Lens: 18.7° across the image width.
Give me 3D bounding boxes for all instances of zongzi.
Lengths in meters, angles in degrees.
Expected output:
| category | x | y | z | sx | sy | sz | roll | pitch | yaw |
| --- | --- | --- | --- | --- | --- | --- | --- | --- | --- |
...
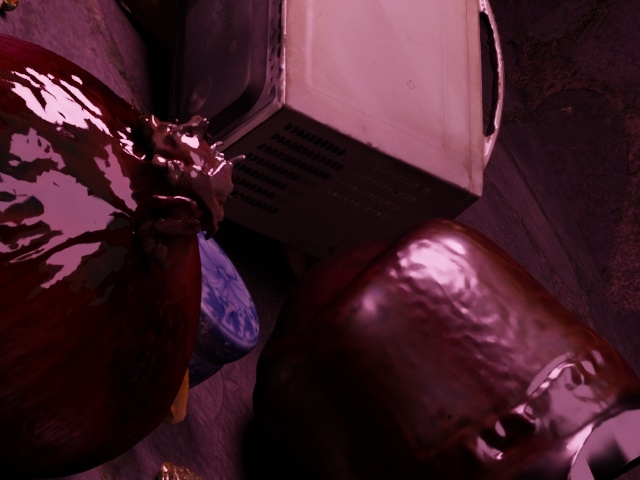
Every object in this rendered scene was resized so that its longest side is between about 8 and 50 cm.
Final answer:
| category | x | y | z | sx | sy | sz | roll | pitch | yaw |
| --- | --- | --- | --- | --- | --- | --- | --- | --- | --- |
| zongzi | -0.171 | -0.247 | 2.290 | 0.205 | 0.094 | 0.204 | 40 | 30 | -34 |

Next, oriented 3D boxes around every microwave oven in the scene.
| category | x | y | z | sx | sy | sz | roll | pitch | yaw |
| --- | --- | --- | --- | --- | --- | --- | --- | --- | --- |
| microwave oven | 0.005 | -0.202 | 2.185 | 0.333 | 0.247 | 0.394 | 22 | 52 | -30 |

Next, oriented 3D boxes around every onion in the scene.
| category | x | y | z | sx | sy | sz | roll | pitch | yaw |
| --- | --- | --- | --- | --- | --- | --- | --- | --- | --- |
| onion | -0.189 | -0.004 | 1.417 | 0.347 | 0.285 | 0.348 | 51 | 26 | -37 |

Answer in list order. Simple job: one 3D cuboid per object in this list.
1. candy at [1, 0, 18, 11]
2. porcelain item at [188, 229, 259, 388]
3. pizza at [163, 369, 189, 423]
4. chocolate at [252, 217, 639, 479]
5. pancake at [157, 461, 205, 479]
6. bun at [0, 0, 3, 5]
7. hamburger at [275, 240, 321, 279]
| category | x | y | z | sx | sy | sz | roll | pitch | yaw |
| --- | --- | --- | --- | --- | --- | --- | --- | --- | --- |
| candy | -0.332 | -0.265 | 1.970 | 0.025 | 0.023 | 0.083 | -2 | 52 | -54 |
| porcelain item | -0.133 | 0.059 | 1.756 | 0.147 | 0.114 | 0.147 | 50 | 18 | -23 |
| pizza | -0.188 | 0.050 | 1.634 | 0.058 | 0.127 | 0.246 | -30 | 95 | -52 |
| chocolate | 0.116 | 0.144 | 1.878 | 0.331 | 0.383 | 0.383 | 60 | 16 | 11 |
| pancake | -0.106 | 0.234 | 1.672 | 0.108 | 0.017 | 0.108 | 49 | 15 | -18 |
| bun | -0.374 | -0.268 | 1.694 | 0.221 | 0.108 | 0.221 | 54 | 21 | -32 |
| hamburger | 0.000 | 0.000 | 2.320 | 0.138 | 0.083 | 0.147 | 18 | 38 | -58 |
